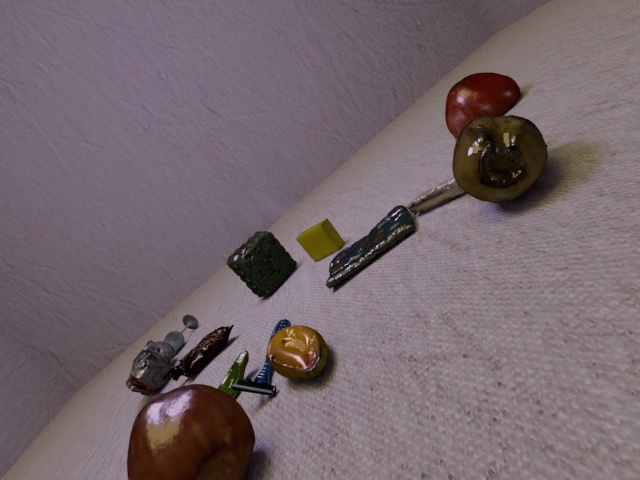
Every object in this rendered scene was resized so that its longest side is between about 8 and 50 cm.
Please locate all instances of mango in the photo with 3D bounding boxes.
[{"bbox_3d":[-0.037,0.199,0.767,0.101,0.066,0.187,-36,14,-21],"label":"mango"}]

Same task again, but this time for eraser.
[{"bbox_3d":[0.000,0.000,1.313,0.122,0.097,0.045,-30,13,44],"label":"eraser"}]

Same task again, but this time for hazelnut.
[{"bbox_3d":[-0.188,0.297,0.609,0.182,0.182,0.182,-39,11,9],"label":"hazelnut"}]

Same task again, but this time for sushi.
[{"bbox_3d":[-0.581,0.435,1.501,0.130,0.124,0.332,-54,15,-10],"label":"sushi"}]

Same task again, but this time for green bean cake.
[{"bbox_3d":[-0.190,0.076,1.439,0.173,0.181,0.094,-44,13,-27],"label":"green bean cake"}]

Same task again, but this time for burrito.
[{"bbox_3d":[0.267,-0.105,0.966,0.185,0.045,0.041,-26,54,46],"label":"burrito"}]

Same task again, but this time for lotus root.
[{"bbox_3d":[0.314,-0.156,0.780,0.154,0.154,0.278,-35,13,27],"label":"lotus root"}]

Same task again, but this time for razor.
[{"bbox_3d":[-0.102,0.236,0.894,0.082,0.042,0.253,5,21,7],"label":"razor"}]

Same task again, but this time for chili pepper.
[{"bbox_3d":[-0.199,0.316,0.889,0.052,0.050,0.202,-14,27,31],"label":"chili pepper"}]

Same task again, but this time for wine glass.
[{"bbox_3d":[-0.578,0.389,1.777,0.079,0.079,0.195,-35,11,25],"label":"wine glass"}]

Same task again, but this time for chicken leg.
[{"bbox_3d":[-0.345,0.329,1.281,0.234,0.063,0.105,-43,16,-15],"label":"chicken leg"}]

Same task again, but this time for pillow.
[{"bbox_3d":[0.117,0.012,1.061,0.255,0.034,0.189,-40,9,14],"label":"pillow"}]

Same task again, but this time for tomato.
[{"bbox_3d":[0.461,-0.423,1.307,0.200,0.139,0.233,-54,17,-27],"label":"tomato"}]
